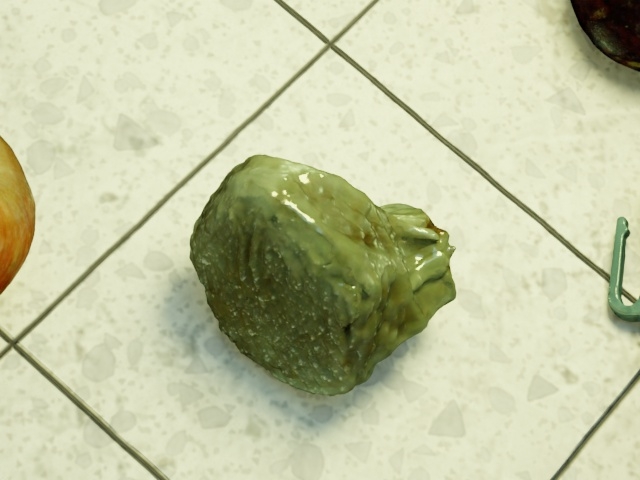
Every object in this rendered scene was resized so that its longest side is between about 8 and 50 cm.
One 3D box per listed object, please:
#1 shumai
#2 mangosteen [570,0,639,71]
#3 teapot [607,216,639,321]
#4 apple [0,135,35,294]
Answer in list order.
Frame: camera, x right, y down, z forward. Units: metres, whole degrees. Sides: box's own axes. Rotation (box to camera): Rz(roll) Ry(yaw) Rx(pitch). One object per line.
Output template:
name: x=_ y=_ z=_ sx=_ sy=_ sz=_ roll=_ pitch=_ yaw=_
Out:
shumai: x=0.000 y=0.000 z=1.711 sx=0.222 sy=0.225 sz=0.260 roll=-52 pitch=123 yaw=-35
mangosteen: x=0.405 y=-0.295 z=1.871 sx=0.231 sy=0.289 sz=0.231 roll=-2 pitch=95 yaw=-19
teapot: x=0.413 y=0.013 z=1.816 sx=0.203 sy=0.171 sz=0.225 roll=1 pitch=70 yaw=25
apple: x=-0.437 y=-0.030 z=1.612 sx=0.301 sy=0.301 sz=0.301 roll=4 pitch=66 yaw=-9
